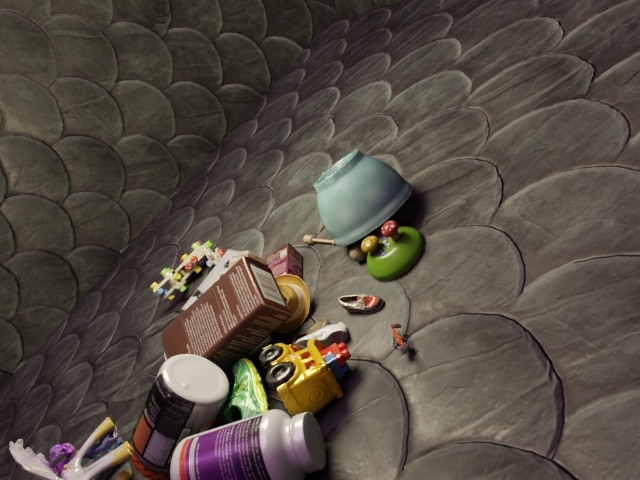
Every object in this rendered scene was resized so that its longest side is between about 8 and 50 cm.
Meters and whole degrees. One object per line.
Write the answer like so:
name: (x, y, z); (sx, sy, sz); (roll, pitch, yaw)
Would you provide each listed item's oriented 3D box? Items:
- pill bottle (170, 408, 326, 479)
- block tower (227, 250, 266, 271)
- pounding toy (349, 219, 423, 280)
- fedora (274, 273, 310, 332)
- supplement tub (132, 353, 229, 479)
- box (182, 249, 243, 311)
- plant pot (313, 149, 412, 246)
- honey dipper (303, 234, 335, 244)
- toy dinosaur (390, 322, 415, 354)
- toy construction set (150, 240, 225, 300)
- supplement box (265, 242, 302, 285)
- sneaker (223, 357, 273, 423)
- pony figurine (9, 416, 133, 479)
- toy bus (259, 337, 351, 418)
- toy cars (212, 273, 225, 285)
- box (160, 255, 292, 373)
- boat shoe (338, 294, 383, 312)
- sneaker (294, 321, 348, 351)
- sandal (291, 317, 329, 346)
pill bottle: (-0.158, 0.493, 1.251); (0.323, 0.181, 0.181); (-21, 34, 13)
block tower: (-0.265, 0.209, 1.803); (0.091, 0.097, 0.335); (-10, 59, 42)
pounding toy: (0.172, 0.002, 1.579); (0.183, 0.110, 0.237); (-47, 29, -5)
fedora: (-0.126, 0.186, 1.683); (0.194, 0.079, 0.194); (-8, 73, 29)
supplement tub: (-0.386, 0.481, 1.501); (0.316, 0.193, 0.193); (-63, 22, 22)
box: (-0.367, 0.176, 2.067); (0.290, 0.087, 0.169); (-54, 30, -17)
plant pot: (0.102, -0.149, 1.695); (0.293, 0.196, 0.293); (-38, 11, 9)
honey dipper: (0.000, 0.000, 1.886); (0.160, 0.030, 0.030); (5, 56, 53)
toy dinosaur: (0.189, 0.226, 1.314); (0.047, 0.090, 0.082); (-29, 61, -3)
toy construction set: (-0.534, 0.106, 2.308); (0.327, 0.151, 0.215); (-30, 6, 10)
supplement box: (-0.122, 0.110, 1.845); (0.104, 0.081, 0.188); (-33, 31, 21)
sneaker: (-0.206, 0.420, 1.493); (0.123, 0.109, 0.295); (-21, 27, -10)
pony figurine: (-0.767, 0.729, 1.720); (0.363, 0.303, 0.351); (-39, 34, -22)
toy bus: (-0.027, 0.320, 1.403); (0.211, 0.149, 0.220); (-32, 26, -5)
toy cars: (-0.325, 0.244, 1.922); (0.176, 0.087, 0.394); (21, 68, 26)
box: (-0.281, 0.248, 1.627); (0.381, 0.143, 0.191); (-40, 51, 15)
boat shoe: (0.109, 0.167, 1.513); (0.137, 0.043, 0.049); (-9, 43, 45)
sneaker: (0.005, 0.265, 1.509); (0.152, 0.054, 0.061); (-18, 20, 12)
sandal: (-0.046, 0.283, 1.554); (0.180, 0.049, 0.072); (-51, 29, -11)
